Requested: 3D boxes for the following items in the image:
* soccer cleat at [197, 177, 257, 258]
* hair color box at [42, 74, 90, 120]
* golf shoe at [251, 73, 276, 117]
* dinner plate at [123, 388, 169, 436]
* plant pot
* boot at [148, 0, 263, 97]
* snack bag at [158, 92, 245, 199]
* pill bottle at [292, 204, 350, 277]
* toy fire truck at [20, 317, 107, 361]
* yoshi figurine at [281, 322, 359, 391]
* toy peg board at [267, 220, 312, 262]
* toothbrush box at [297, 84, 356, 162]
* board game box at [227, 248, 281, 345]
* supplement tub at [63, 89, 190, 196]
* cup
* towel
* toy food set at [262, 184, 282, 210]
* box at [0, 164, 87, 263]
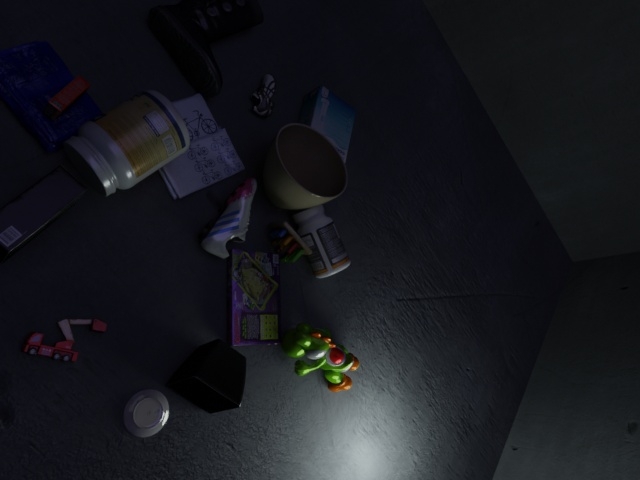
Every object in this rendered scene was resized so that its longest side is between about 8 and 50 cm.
[{"bbox_3d":[-0.308,-0.079,1.739,0.143,0.116,0.331,39,65,-13],"label":"soccer cleat"},{"bbox_3d":[-0.754,-0.423,1.413,0.043,0.072,0.141,44,51,-25],"label":"hair color box"},{"bbox_3d":[-0.236,-0.608,1.957,0.094,0.077,0.198,12,70,-36],"label":"golf shoe"},{"bbox_3d":[-0.534,0.533,1.469,0.141,0.017,0.141,11,72,-38],"label":"dinner plate"},{"bbox_3d":[-0.350,0.433,1.546,0.187,0.188,0.167,42,43,-22],"label":"plant pot"},{"bbox_3d":[-0.384,-0.804,1.859,0.367,0.146,0.445,55,48,-15],"label":"boot"},{"bbox_3d":[-0.474,-0.356,1.730,0.323,0.037,0.342,-32,99,-38],"label":"snack bag"},{"bbox_3d":[0.000,0.000,1.933,0.162,0.162,0.278,-27,96,-39],"label":"pill bottle"},{"bbox_3d":[-0.729,0.275,1.360,0.192,0.047,0.135,24,65,-31],"label":"toy fire truck"},{"bbox_3d":[-0.017,0.434,1.839,0.203,0.203,0.362,-39,125,3],"label":"yoshi figurine"},{"bbox_3d":[-0.138,0.013,1.832,0.079,0.161,0.160,-47,109,-21],"label":"toy peg board"},{"bbox_3d":[0.018,-0.492,2.096,0.216,0.126,0.295,25,63,-32],"label":"toothbrush box"},{"bbox_3d":[-0.245,0.212,1.762,0.208,0.056,0.347,10,73,-41],"label":"board game box"},{"bbox_3d":[-0.595,-0.301,1.480,0.316,0.228,0.228,-42,106,-27],"label":"supplement tub"},{"bbox_3d":[-0.094,-0.250,1.852,0.331,0.237,0.331,22,50,-29],"label":"cup"},{"bbox_3d":[-0.830,-0.444,1.444,0.227,0.076,0.308,-45,107,-36],"label":"towel"},{"bbox_3d":[-0.183,-0.180,1.929,0.078,0.019,0.122,-26,88,-40],"label":"toy food set"},{"bbox_3d":[-0.795,-0.072,1.307,0.103,0.184,0.261,47,54,-16],"label":"box"}]
